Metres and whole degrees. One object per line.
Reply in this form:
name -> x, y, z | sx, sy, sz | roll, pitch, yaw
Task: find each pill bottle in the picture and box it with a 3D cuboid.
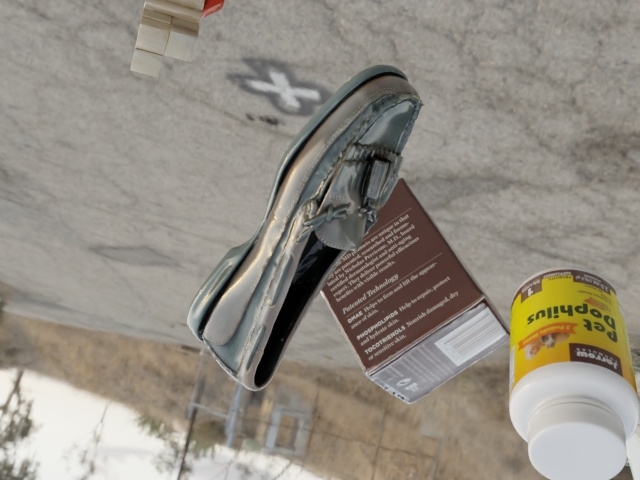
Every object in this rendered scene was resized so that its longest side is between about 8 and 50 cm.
pill bottle -> 0.246, 0.129, 0.778 | 0.117, 0.215, 0.117 | 6, 126, 9

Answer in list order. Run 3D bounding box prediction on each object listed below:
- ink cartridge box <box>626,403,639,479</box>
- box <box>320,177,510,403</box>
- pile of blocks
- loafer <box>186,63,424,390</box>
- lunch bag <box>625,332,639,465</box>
ink cartridge box -> 0.583, 0.265, 1.099 | 0.211, 0.289, 0.121 | 62, 174, -37
box -> 0.109, 0.068, 1.010 | 0.203, 0.167, 0.168 | 60, -171, 33
pile of blocks -> -0.189, -0.417, 1.173 | 0.113, 0.362, 0.149 | 13, -172, -16
loafer -> 0.000, 0.000, 0.588 | 0.096, 0.267, 0.084 | 5, -141, -50
lunch bag -> 0.589, 0.288, 1.412 | 0.256, 0.212, 0.305 | 39, -162, 18
